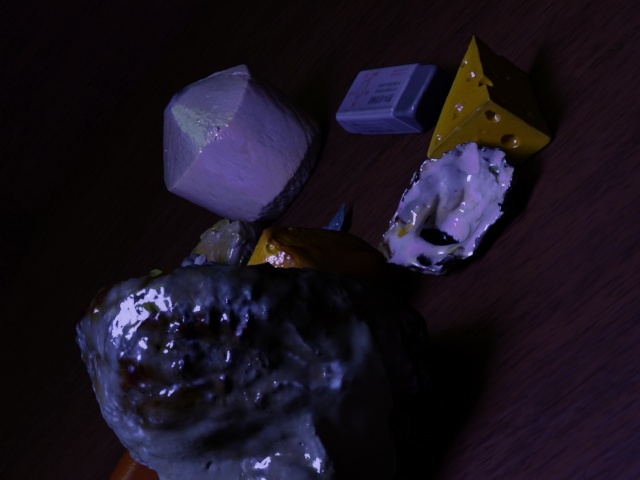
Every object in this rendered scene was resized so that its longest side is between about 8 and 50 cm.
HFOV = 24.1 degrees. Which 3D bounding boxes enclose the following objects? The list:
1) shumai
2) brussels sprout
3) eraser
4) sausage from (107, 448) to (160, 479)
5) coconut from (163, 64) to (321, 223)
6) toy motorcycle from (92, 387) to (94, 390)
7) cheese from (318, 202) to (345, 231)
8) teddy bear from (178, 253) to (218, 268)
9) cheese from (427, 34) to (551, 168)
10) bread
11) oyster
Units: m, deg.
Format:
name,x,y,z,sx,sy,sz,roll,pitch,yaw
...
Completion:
name,x,y,z,sx,sy,sz,roll,pitch,yaw
shumai,-0.060,0.221,1.580,0.395,0.395,0.348,-29,60,58
brussels sprout,-0.147,0.041,2.390,0.181,0.100,0.139,-42,35,40
eraser,0.099,-0.202,2.153,0.089,0.061,0.352,-61,18,-5
sausage,-0.300,0.419,2.213,0.097,0.094,0.348,-10,52,62
coconut,-0.143,-0.162,2.442,0.239,0.244,0.239,-51,21,28
toy motorcycle,-0.347,0.173,2.720,0.229,0.094,0.130,-54,17,3
cheese,0.000,0.000,2.161,0.121,0.026,0.067,-47,23,34
teddy bear,-0.131,0.117,2.194,0.251,0.144,0.171,11,106,55
cheese,0.206,-0.166,1.763,0.126,0.093,0.171,-42,24,44
bread,0.006,0.036,1.798,0.102,0.245,0.094,41,109,30
oyster,0.154,-0.025,1.720,0.209,0.072,0.133,-56,51,22
